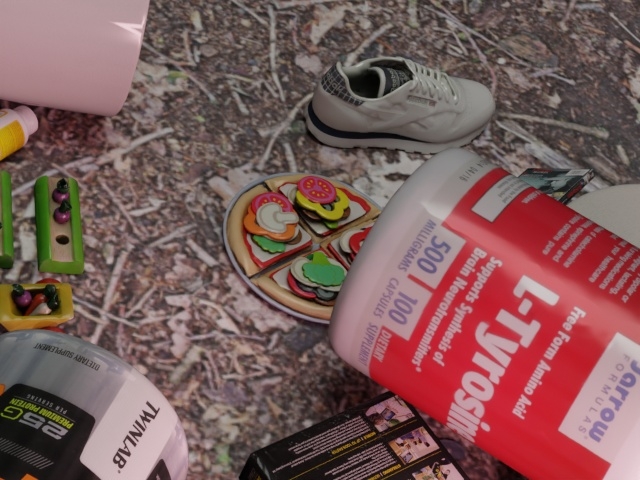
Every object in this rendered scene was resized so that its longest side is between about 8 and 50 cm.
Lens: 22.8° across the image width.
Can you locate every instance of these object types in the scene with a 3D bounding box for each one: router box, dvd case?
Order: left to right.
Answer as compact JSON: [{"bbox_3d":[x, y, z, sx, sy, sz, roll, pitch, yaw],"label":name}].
[{"bbox_3d":[0.036,0.221,1.429,0.179,0.046,0.133,-20,60,-35],"label":"router box"},{"bbox_3d":[0.234,-0.048,1.738,0.087,0.013,0.119,3,31,40],"label":"dvd case"}]

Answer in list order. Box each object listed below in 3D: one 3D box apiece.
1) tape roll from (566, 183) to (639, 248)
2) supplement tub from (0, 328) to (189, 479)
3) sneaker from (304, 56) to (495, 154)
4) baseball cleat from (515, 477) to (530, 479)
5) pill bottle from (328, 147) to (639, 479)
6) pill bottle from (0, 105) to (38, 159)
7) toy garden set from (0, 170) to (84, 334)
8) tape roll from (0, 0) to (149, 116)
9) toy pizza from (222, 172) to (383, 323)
[{"bbox_3d":[0.386,0.104,1.661,0.392,0.072,0.392,12,47,-13],"label":"tape roll"},{"bbox_3d":[-0.251,0.244,1.179,0.207,0.207,0.338,26,45,2],"label":"supplement tub"},{"bbox_3d":[0.101,-0.157,1.762,0.235,0.095,0.090,-6,51,-29],"label":"sneaker"},{"bbox_3d":[0.275,0.264,1.472,0.206,0.072,0.109,19,42,-8],"label":"baseball cleat"},{"bbox_3d":[0.231,0.107,1.418,0.408,0.229,0.229,31,46,16],"label":"pill bottle"},{"bbox_3d":[-0.319,-0.103,1.576,0.043,0.043,0.083,39,47,14],"label":"pill bottle"},{"bbox_3d":[-0.337,0.003,1.469,0.244,0.049,0.204,5,49,-19],"label":"toy garden set"},{"bbox_3d":[-0.271,-0.257,1.594,0.169,0.246,0.246,8,48,-17],"label":"tape roll"},{"bbox_3d":[0.000,0.000,1.622,0.201,0.032,0.201,12,47,-13],"label":"toy pizza"}]
